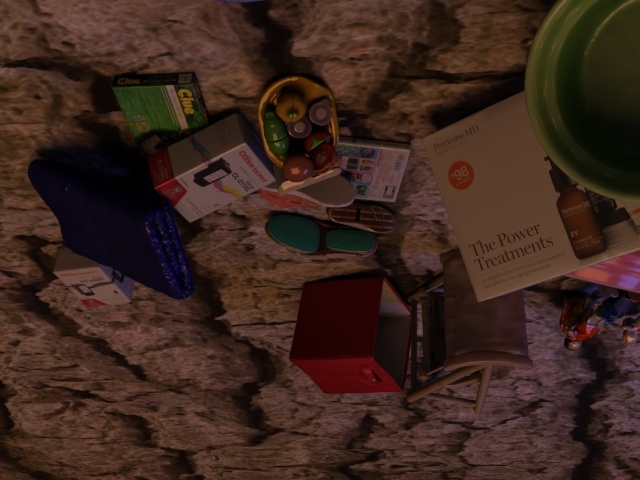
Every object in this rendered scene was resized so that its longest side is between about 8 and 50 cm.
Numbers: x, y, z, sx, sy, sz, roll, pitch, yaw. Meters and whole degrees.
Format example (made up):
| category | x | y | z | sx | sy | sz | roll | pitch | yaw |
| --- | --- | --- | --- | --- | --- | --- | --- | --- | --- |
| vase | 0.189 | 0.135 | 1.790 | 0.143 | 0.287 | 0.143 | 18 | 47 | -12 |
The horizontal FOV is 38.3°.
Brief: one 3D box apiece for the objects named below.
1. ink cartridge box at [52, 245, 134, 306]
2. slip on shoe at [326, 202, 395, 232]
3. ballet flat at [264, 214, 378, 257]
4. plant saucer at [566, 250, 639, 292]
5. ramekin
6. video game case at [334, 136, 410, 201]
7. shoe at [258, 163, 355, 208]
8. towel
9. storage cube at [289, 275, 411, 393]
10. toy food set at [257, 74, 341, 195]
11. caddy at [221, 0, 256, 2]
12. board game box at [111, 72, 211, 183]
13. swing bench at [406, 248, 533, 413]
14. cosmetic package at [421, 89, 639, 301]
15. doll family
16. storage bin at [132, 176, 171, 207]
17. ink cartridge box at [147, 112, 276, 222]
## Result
| category | x | y | z | sx | sy | sz | roll | pitch | yaw |
| --- | --- | --- | --- | --- | --- | --- | --- | --- | --- |
| ink cartridge box | -0.474 | 0.073 | 1.930 | 0.109 | 0.063 | 0.150 | -7 | 146 | 15 |
| slip on shoe | 0.075 | -0.045 | 1.728 | 0.135 | 0.051 | 0.041 | 6 | -173 | -19 |
| ballet flat | 0.000 | 0.000 | 1.782 | 0.221 | 0.077 | 0.079 | 6 | 166 | -5 |
| plant saucer | 0.457 | 0.027 | 1.608 | 0.332 | 0.084 | 0.332 | 14 | -178 | 0 |
| ramekin | 0.433 | -0.209 | 1.190 | 0.303 | 0.303 | 0.148 | -23 | 178 | 34 |
| video game case | 0.075 | -0.124 | 1.625 | 0.143 | 0.019 | 0.157 | 6 | 147 | -3 |
| shoe | -0.027 | -0.089 | 1.634 | 0.178 | 0.064 | 0.081 | 11 | 165 | 1 |
| towel | -0.362 | -0.027 | 1.631 | 0.308 | 0.076 | 0.228 | 22 | 146 | 30 |
| storage cube | 0.070 | 0.203 | 1.956 | 0.193 | 0.215 | 0.184 | -6 | 147 | 26 |
| toy food set | -0.027 | -0.156 | 1.486 | 0.128 | 0.071 | 0.218 | -14 | 128 | -2 |
| caddy | -0.129 | -0.422 | 1.047 | 0.241 | 0.179 | 0.341 | -16 | 142 | 25 |
| board game box | -0.249 | -0.182 | 1.557 | 0.136 | 0.030 | 0.260 | 1 | 147 | 7 |
| swing bench | 0.291 | 0.175 | 1.846 | 0.165 | 0.253 | 0.255 | 11 | 145 | -12 |
| cosmetic package | 0.371 | -0.097 | 1.405 | 0.377 | 0.284 | 0.097 | -23 | 170 | 33 |
| doll family | 0.600 | 0.154 | 1.943 | 0.263 | 0.118 | 0.163 | 0 | 145 | -28 |
| storage bin | -0.327 | -0.042 | 1.719 | 0.098 | 0.091 | 0.135 | 16 | 144 | -18 |
| ink cartridge box | -0.181 | -0.121 | 1.552 | 0.175 | 0.072 | 0.127 | -25 | 146 | 11 |
